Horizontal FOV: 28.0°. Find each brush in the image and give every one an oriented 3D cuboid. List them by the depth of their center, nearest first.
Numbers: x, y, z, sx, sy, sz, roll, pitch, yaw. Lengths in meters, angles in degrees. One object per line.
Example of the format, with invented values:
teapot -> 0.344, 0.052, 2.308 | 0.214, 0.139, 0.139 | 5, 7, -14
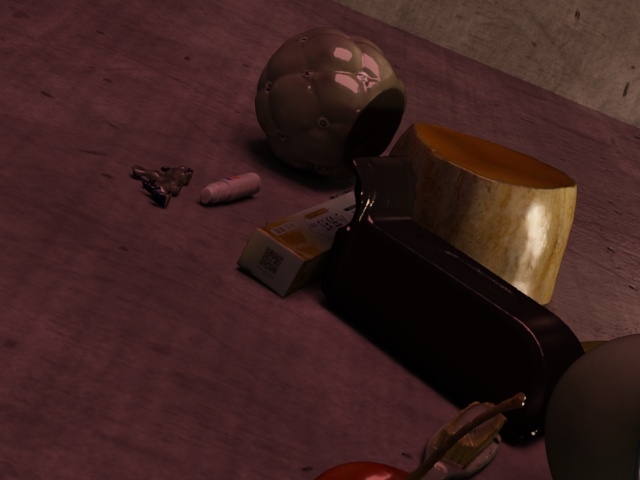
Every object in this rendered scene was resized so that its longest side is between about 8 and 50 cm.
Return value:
brush -> 0.142, 0.227, 1.387 | 0.068, 0.060, 0.297 | 33, 23, 17

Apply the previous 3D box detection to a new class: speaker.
speaker -> 0.178, 0.066, 1.635 | 0.388, 0.184, 0.180 | 36, 24, 27

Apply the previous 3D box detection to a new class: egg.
egg -> 0.408, 0.251, 1.305 | 0.389, 0.276, 0.276 | 34, 23, 17

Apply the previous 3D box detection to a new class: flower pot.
flower pot -> 0.013, -0.225, 2.083 | 0.195, 0.246, 0.246 | 34, 24, 23

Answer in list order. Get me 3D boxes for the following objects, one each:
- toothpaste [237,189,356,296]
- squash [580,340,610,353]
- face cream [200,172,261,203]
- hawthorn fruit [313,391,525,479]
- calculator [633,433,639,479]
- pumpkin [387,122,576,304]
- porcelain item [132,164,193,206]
toothpaste -> 0.000, 0.000, 1.772 | 0.089, 0.071, 0.313 | 34, 23, 15
squash -> 0.426, 0.228, 1.734 | 0.260, 0.189, 0.189 | -6, 4, 33
face cream -> -0.132, -0.074, 1.852 | 0.034, 0.034, 0.130 | 31, 23, 19
hawthorn fruit -> 0.059, 0.219, 1.018 | 0.165, 0.285, 0.165 | 18, 33, -12
calculator -> 0.393, 0.216, 1.101 | 0.256, 0.054, 0.386 | 24, 45, 3
pumpkin -> 0.247, -0.055, 1.985 | 0.332, 0.199, 0.332 | 23, 20, -9
porcelain item -> -0.230, -0.088, 1.797 | 0.075, 0.021, 0.136 | 24, 21, 2
